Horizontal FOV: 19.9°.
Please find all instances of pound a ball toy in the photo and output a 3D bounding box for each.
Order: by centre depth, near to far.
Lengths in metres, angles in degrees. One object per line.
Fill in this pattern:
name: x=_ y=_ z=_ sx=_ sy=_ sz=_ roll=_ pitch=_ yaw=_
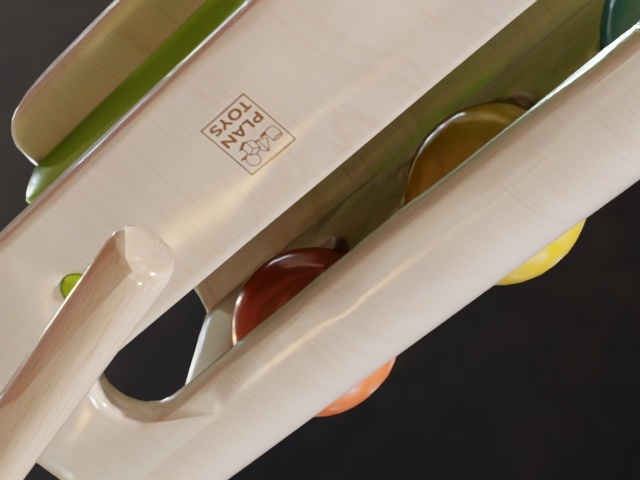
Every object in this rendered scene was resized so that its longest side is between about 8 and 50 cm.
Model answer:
pound a ball toy: x=0.000 y=0.000 z=0.497 sx=0.319 sy=0.136 sz=0.208 roll=-40 pitch=-157 yaw=32
